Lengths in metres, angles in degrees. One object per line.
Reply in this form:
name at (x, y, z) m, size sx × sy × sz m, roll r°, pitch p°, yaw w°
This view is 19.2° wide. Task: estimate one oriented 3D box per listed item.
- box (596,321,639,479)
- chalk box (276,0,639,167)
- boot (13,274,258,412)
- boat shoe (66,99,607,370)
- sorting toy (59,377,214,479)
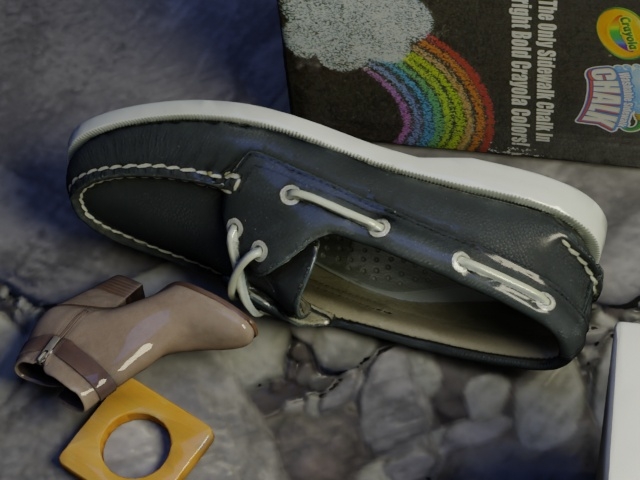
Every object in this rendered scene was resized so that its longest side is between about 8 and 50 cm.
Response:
box at (0.195, 0.121, 0.890) m, size 0.130 × 0.170 × 0.091 m, roll 4°, pitch 59°, yaw 8°
chalk box at (0.132, -0.163, 1.059) m, size 0.289 × 0.180 × 0.179 m, roll 5°, pitch 61°, yaw 8°
boot at (-0.104, 0.060, 1.023) m, size 0.118 × 0.042 × 0.087 m, roll 12°, pitch 45°, yaw 35°
boat shoe at (0.000, 0.000, 1.015) m, size 0.303 × 0.114 × 0.091 m, roll 7°, pitch 55°, yaw 11°
sorting toy at (-0.175, 0.208, 0.949) m, size 0.196 × 0.047 × 0.347 m, roll 18°, pitch 63°, yaw 15°
